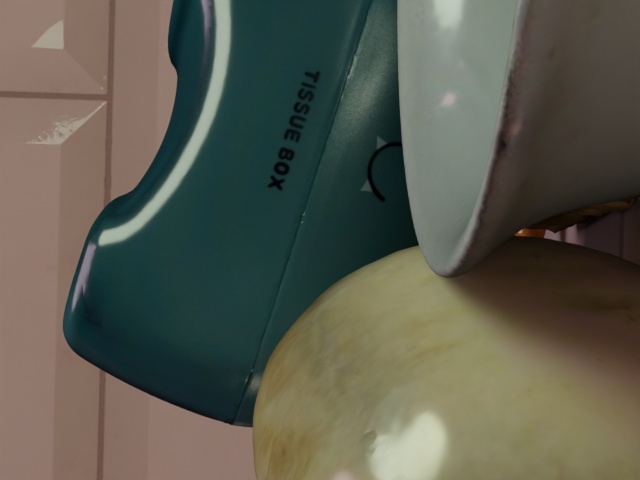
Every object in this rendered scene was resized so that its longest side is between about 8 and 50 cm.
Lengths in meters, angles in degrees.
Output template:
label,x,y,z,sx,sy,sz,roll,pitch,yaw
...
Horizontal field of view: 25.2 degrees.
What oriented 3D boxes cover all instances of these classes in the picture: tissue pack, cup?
label,x,y,z,sx,sy,sz,roll,pitch,yaw
tissue pack,-0.009,-0.034,0.805,0.198,0.206,0.287,131,158,-78
cup,0.128,-0.155,0.563,0.347,0.163,0.347,-178,90,-86

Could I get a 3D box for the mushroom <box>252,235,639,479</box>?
label,x,y,z,sx,sy,sz,roll,pitch,yaw
mushroom,0.083,0.128,0.634,0.260,0.254,0.234,-21,-47,-48

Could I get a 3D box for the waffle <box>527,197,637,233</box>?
label,x,y,z,sx,sy,sz,roll,pitch,yaw
waffle,0.144,-0.159,0.919,0.213,0.091,0.308,131,140,-84

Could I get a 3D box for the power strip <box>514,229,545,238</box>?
label,x,y,z,sx,sy,sz,roll,pitch,yaw
power strip,0.153,-0.071,1.072,0.028,0.049,0.178,114,158,-65
